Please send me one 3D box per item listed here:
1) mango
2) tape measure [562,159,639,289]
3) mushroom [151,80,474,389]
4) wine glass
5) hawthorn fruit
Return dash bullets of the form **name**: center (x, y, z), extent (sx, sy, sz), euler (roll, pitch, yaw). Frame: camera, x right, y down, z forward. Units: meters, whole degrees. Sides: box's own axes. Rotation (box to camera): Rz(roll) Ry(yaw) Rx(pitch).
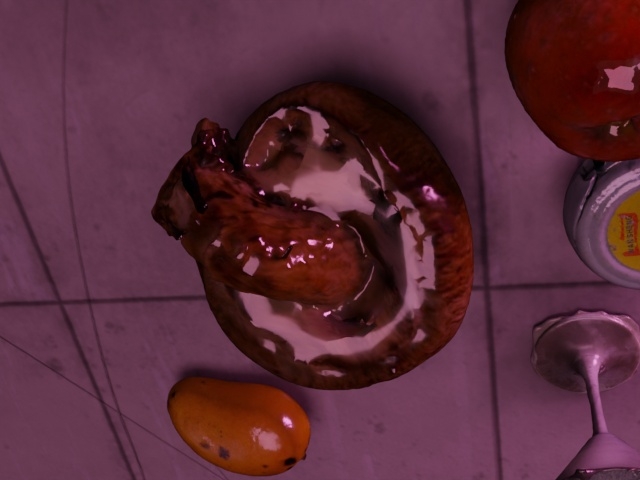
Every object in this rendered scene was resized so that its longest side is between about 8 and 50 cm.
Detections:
- **mango**: center (-0.098, 0.223, 0.937), extent (0.178, 0.090, 0.115), euler (5, 114, 12)
- **tape measure**: center (0.320, 0.039, 0.734), extent (0.164, 0.084, 0.330), euler (-6, 122, 17)
- **mushroom**: center (-0.006, -0.010, 0.701), extent (0.283, 0.195, 0.263), euler (28, 117, -27)
- **wine glass**: center (0.267, 0.179, 0.747), extent (0.156, 0.232, 0.156), euler (5, 125, 7)
- **hawthorn fruit**: center (0.225, -0.140, 0.586), extent (0.172, 0.173, 0.173), euler (5, 123, 8)
